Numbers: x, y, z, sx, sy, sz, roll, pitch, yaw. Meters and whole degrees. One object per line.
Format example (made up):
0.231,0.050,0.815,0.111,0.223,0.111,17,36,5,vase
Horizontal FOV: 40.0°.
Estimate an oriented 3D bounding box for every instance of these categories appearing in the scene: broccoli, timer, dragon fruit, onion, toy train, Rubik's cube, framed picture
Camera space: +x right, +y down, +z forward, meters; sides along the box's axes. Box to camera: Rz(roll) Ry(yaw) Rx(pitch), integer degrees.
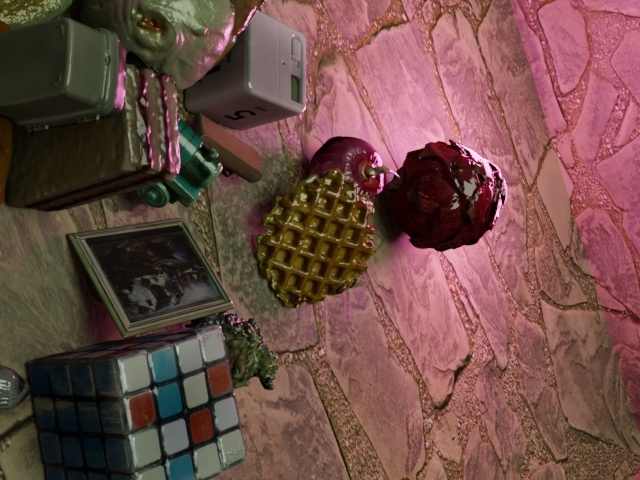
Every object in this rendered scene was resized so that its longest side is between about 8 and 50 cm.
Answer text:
-0.184,0.280,1.768,0.177,0.198,0.275,176,-87,-83,broccoli
-0.162,-0.367,1.914,0.194,0.195,0.193,14,72,-51,timer
0.347,-0.120,2.423,0.329,0.329,0.329,14,72,-50,dragon fruit
0.060,-0.168,2.184,0.207,0.200,0.201,-36,115,-14,onion
-0.318,-0.194,1.644,0.298,0.194,0.120,44,45,-16,toy train
-0.318,0.301,1.529,0.253,0.259,0.256,-10,91,-50,Rubik's cube
-0.315,0.059,1.689,0.296,0.019,0.232,-13,65,-52,framed picture

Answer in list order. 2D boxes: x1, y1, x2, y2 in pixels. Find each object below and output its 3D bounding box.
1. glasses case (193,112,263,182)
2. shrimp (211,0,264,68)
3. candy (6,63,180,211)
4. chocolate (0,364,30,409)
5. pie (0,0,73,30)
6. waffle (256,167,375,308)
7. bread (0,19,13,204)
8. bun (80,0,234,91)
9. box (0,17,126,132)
-0.219,-0.200,1.925,0.193,0.070,0.102,32,31,-42,glasses case
-0.236,-0.518,1.752,0.272,0.445,0.085,45,4,-14,shrimp
-0.388,-0.165,1.488,0.135,0.320,0.180,7,74,-56,candy
-0.544,0.224,1.407,0.167,0.072,0.072,36,56,-42,chocolate
-0.556,-0.505,1.519,0.323,0.070,0.323,-2,93,-39,pie
0.000,0.000,2.053,0.325,0.068,0.302,-30,114,-17,waffle
-0.576,-0.196,1.388,0.195,0.148,0.344,16,70,-50,bread
-0.314,-0.418,1.638,0.187,0.293,0.293,-82,156,-79,bun
-0.409,-0.252,1.347,0.129,0.210,0.148,15,73,-60,box
